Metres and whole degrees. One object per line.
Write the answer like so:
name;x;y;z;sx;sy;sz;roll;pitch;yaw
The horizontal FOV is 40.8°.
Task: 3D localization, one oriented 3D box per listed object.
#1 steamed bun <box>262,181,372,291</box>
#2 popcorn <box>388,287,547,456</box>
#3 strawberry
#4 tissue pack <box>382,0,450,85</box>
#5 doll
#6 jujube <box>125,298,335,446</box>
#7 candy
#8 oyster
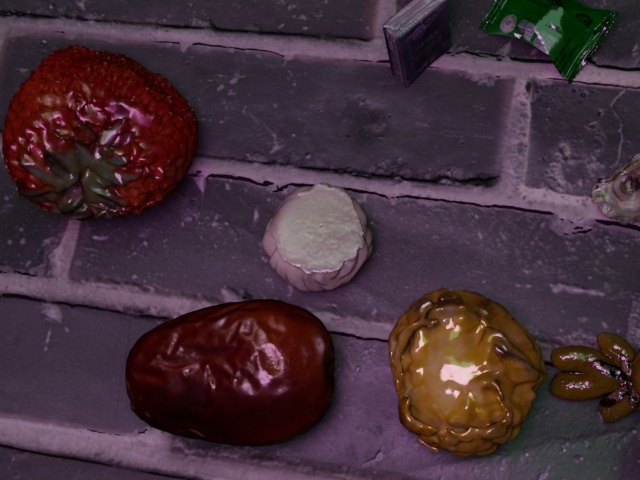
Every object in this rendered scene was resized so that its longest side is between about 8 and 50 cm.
steamed bun;0.000;0.000;1.412;0.183;0.106;0.182;-1;75;4
popcorn;0.217;0.196;1.284;0.250;0.190;0.250;-1;79;3
strawberry;-0.366;-0.195;1.463;0.312;0.267;0.351;8;42;-17
tissue pack;0.166;-0.345;1.460;0.112;0.156;0.051;-40;69;-5
doll;0.452;0.206;1.293;0.210;0.097;0.137;-4;84;16
jujube;-0.135;0.205;1.322;0.318;0.223;0.223;-5;74;10
candy;0.392;-0.385;1.484;0.203;0.078;0.141;37;82;21
oyster;0.528;-0.089;1.392;0.166;0.053;0.108;-40;47;4
